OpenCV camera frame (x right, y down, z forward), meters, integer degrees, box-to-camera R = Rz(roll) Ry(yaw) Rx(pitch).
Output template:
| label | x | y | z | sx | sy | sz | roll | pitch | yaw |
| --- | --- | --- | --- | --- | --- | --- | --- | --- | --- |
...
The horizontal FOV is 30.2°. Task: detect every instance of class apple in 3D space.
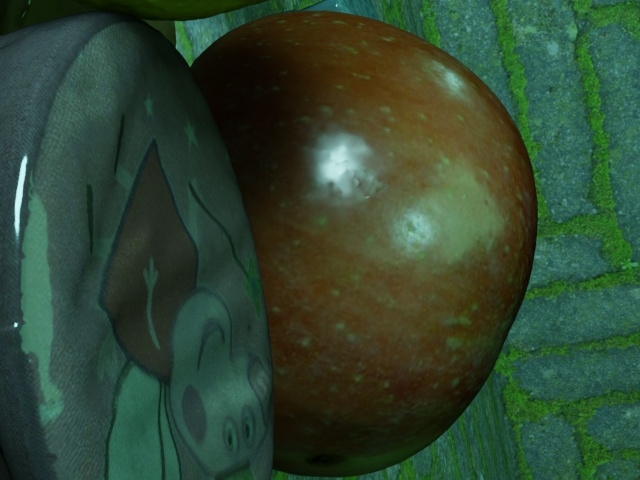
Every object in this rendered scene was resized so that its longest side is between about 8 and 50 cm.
| label | x | y | z | sx | sy | sz | roll | pitch | yaw |
| --- | --- | --- | --- | --- | --- | --- | --- | --- | --- |
| apple | 0.000 | 0.000 | 0.877 | 0.348 | 0.276 | 0.349 | -159 | -90 | -81 |

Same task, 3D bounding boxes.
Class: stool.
| label | x | y | z | sx | sy | sz | roll | pitch | yaw |
| --- | --- | --- | --- | --- | --- | --- | --- | --- | --- |
| stool | -0.139 | 0.042 | 0.545 | 0.272 | 0.178 | 0.272 | -9 | 90 | -76 |

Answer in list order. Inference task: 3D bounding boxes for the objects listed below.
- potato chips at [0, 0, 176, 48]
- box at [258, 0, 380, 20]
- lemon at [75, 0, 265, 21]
| label | x | y | z | sx | sy | sz | roll | pitch | yaw |
| --- | --- | --- | --- | --- | --- | --- | --- | --- | --- |
| potato chips | -0.160 | -0.134 | 0.786 | 0.208 | 0.061 | 0.195 | -16 | 119 | -71 |
| box | 0.013 | -0.211 | 1.411 | 0.162 | 0.130 | 0.227 | 63 | 16 | -7 |
| lemon | -0.077 | -0.235 | 0.511 | 0.320 | 0.245 | 0.245 | 57 | 27 | -52 |
